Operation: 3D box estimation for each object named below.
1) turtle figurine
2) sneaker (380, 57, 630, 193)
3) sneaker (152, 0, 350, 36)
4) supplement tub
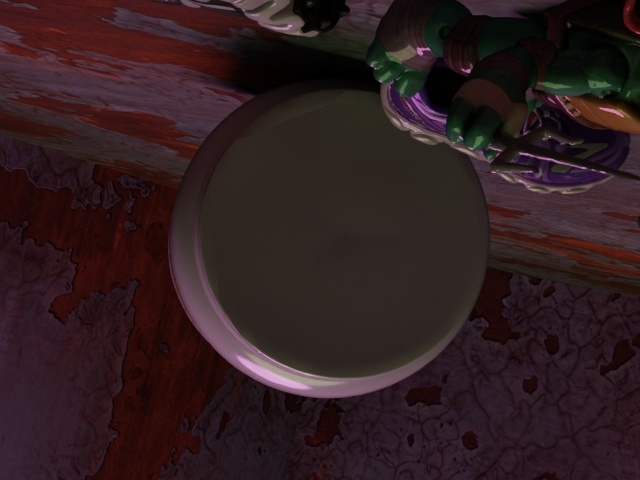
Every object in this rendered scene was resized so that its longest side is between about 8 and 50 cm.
[{"bbox_3d":[0.127,-0.062,0.733,0.175,0.118,0.234,32,-178,-33],"label":"turtle figurine"},{"bbox_3d":[0.122,-0.076,0.996,0.169,0.068,0.071,14,171,-12],"label":"sneaker"},{"bbox_3d":[-0.061,-0.131,0.613,0.106,0.078,0.234,10,178,15],"label":"sneaker"},{"bbox_3d":[0.000,0.000,1.241,0.241,0.241,0.331,13,177,-5],"label":"supplement tub"}]
